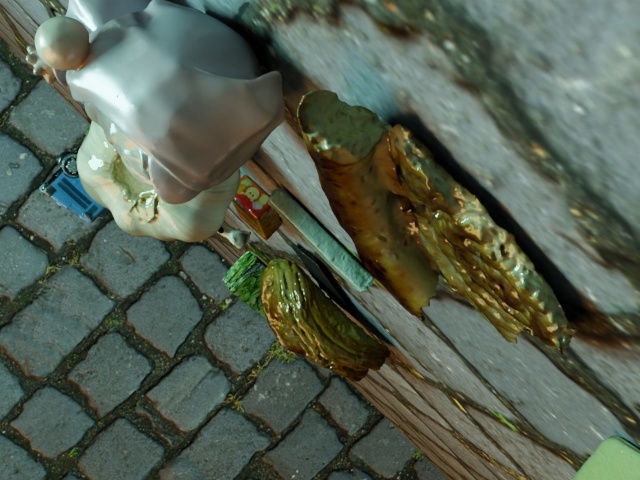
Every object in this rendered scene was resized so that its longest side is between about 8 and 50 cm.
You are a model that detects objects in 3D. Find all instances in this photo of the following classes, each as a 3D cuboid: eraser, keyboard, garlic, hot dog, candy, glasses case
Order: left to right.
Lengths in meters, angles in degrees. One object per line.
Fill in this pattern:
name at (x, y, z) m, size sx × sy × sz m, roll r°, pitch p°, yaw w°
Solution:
garlic at (-0.167, -0.104, 0.914) m, size 0.199 × 0.199 × 0.226 m, roll 44°, pitch -156°, yaw -1°
candy at (-0.096, -0.047, 1.095) m, size 0.062 × 0.038 × 0.122 m, roll 42°, pitch 170°, yaw 13°
glasses case at (-0.106, 0.135, 1.709) m, size 0.272 × 0.095 × 0.062 m, roll 46°, pitch 179°, yaw -41°
hot dog at (-0.012, 0.148, 1.277) m, size 0.259 × 0.114 × 0.175 m, roll 42°, pitch 167°, yaw -9°
keyboard at (0.012, 0.070, 1.238) m, size 0.074 × 0.015 × 0.196 m, roll 32°, pitch 166°, yaw 37°
eraser at (0.271, 0.265, 0.657) m, size 0.058 × 0.117 × 0.172 m, roll 25°, pitch 159°, yaw 53°

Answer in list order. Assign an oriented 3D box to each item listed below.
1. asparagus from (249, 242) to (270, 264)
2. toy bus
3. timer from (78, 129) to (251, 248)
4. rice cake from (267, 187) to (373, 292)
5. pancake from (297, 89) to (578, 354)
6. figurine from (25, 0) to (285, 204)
asparagus at (-0.115, 0.054, 1.717) m, size 0.166 × 0.013 × 0.016 m, roll 39°, pitch -179°, yaw 31°
toy bus at (-0.411, -0.146, 1.414) m, size 0.133 × 0.234 × 0.116 m, roll 46°, pitch 171°, yaw -24°
timer at (-0.226, -0.075, 1.089) m, size 0.266 × 0.175 × 0.175 m, roll 36°, pitch 168°, yaw 43°
rice cake at (0.000, 0.000, 0.919) m, size 0.171 × 0.029 × 0.033 m, roll 44°, pitch 174°, yaw -3°
pancake at (0.064, -0.003, 0.537) m, size 0.257 × 0.056 × 0.212 m, roll 46°, pitch 171°, yaw -11°
figurine at (-0.140, -0.140, 0.598) m, size 0.276 × 0.133 × 0.200 m, roll 44°, pitch -176°, yaw 33°
